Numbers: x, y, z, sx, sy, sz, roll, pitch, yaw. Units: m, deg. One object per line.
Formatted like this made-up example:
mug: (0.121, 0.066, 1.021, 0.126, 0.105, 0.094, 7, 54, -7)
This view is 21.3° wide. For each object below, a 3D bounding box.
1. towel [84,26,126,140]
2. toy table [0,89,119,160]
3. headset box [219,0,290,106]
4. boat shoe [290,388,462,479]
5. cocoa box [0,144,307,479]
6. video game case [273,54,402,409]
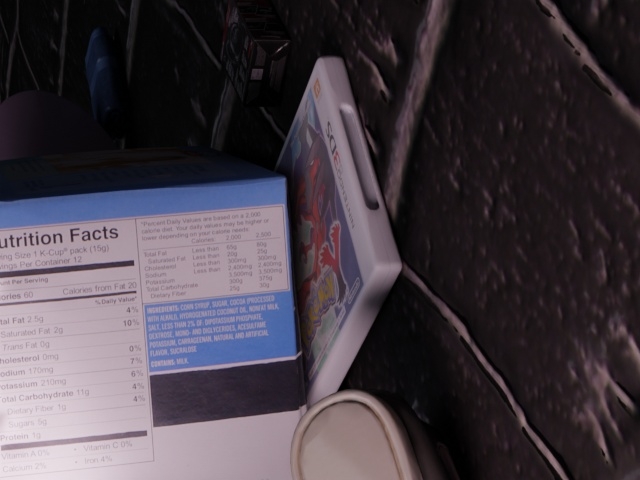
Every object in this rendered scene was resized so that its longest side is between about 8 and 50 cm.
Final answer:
towel: (-0.235, -0.172, 1.876, 0.067, 0.029, 0.119, 115, 148, -53)
toy table: (-0.301, -0.007, 1.797, 0.161, 0.252, 0.274, -51, 32, 39)
headset box: (-0.054, -0.154, 1.355, 0.083, 0.032, 0.062, -115, 30, -50)
boat shoe: (0.074, 0.241, 0.973, 0.112, 0.095, 0.335, -30, 61, 28)
cocoa box: (-0.159, 0.052, 1.318, 0.347, 0.231, 0.228, -153, 58, -75)
video game case: (0.000, 0.000, 1.229, 0.201, 0.023, 0.183, 114, 149, -51)
